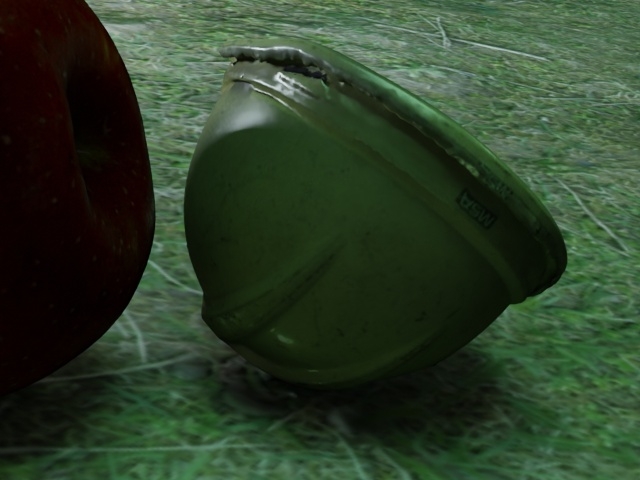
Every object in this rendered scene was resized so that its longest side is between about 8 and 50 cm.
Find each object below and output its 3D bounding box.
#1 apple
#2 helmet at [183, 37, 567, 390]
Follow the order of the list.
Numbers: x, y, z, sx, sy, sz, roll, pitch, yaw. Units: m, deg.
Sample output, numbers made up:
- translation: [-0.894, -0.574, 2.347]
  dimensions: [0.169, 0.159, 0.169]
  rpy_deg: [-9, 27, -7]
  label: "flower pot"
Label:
- translation: [-0.185, -0.032, 0.603]
  dimensions: [0.201, 0.218, 0.218]
  rpy_deg: [-12, 15, 20]
  label: "apple"
- translation: [-0.003, 0.002, 0.696]
  dimensions: [0.204, 0.137, 0.257]
  rpy_deg: [40, -7, -20]
  label: "helmet"
